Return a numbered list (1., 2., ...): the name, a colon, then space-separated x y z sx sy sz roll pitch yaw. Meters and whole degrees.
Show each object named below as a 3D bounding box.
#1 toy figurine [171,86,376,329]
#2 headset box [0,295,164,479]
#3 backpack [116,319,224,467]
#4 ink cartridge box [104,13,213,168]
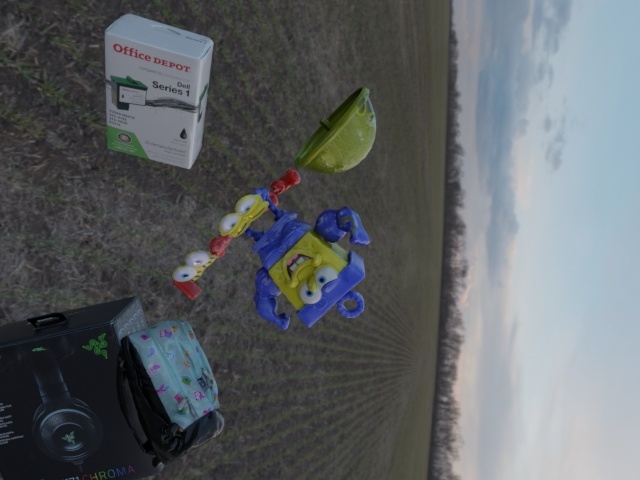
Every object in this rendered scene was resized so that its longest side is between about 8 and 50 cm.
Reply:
1. toy figurine: 0.000 0.000 0.660 0.217 0.362 0.191 46 14 -3
2. headset box: -0.399 0.245 0.788 0.131 0.246 0.284 -102 -179 -78
3. backpack: -0.210 0.204 0.671 0.115 0.152 0.182 -16 69 -41
4. ink cartridge box: -0.287 -0.258 0.851 0.093 0.160 0.220 -85 -169 -49
